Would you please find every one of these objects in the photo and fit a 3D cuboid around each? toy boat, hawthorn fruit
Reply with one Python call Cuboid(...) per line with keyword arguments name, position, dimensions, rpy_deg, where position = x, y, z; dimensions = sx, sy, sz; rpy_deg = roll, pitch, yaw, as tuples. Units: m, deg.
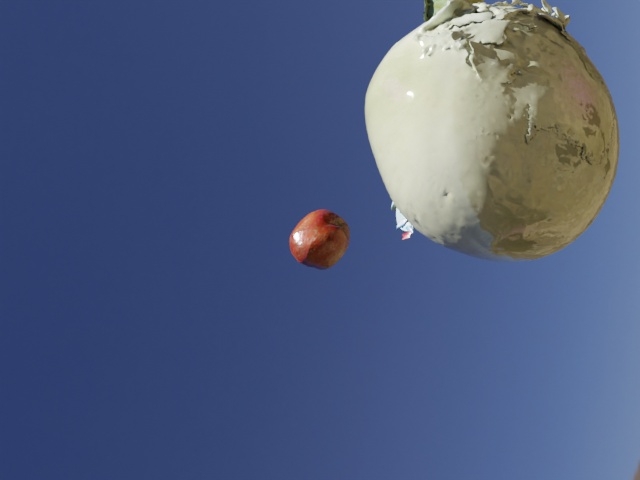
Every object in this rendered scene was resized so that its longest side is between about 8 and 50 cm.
Cuboid(name="toy boat", position=(0.202, -0.069, 2.017), dimensions=(0.034, 0.105, 0.149), rpy_deg=(19, -104, -32))
Cuboid(name="hawthorn fruit", position=(0.000, 0.000, 1.666), dimensions=(0.128, 0.128, 0.128), rpy_deg=(-10, -78, -61))

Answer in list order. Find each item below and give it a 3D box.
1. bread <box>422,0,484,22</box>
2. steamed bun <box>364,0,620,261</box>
Cuboid(name="bread", position=(0.260, -0.463, 1.606), dimensions=(0.110, 0.103, 0.156), rpy_deg=(-28, -45, -32))
Cuboid(name="steamed bun", position=(0.238, -0.139, 1.061), dimensions=(0.334, 0.233, 0.312), rpy_deg=(-10, -111, -27))
